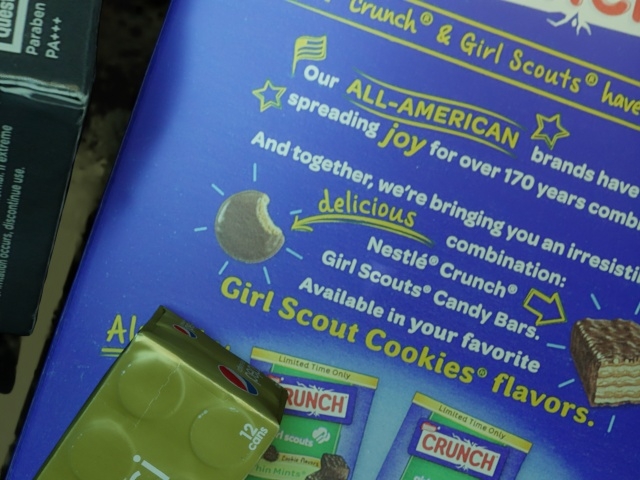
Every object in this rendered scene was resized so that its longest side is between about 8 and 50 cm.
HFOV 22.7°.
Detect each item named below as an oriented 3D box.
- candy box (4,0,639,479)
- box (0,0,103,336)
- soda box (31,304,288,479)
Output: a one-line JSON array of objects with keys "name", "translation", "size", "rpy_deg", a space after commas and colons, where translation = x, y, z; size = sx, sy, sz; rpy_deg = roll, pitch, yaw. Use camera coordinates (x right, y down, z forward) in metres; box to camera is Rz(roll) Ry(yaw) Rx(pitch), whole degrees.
[{"name": "candy box", "translation": [0.045, 0.012, 0.659], "size": [0.268, 0.122, 0.317], "rpy_deg": [20, 96, -3]}, {"name": "box", "translation": [-0.232, -0.146, 0.624], "size": [0.294, 0.182, 0.296], "rpy_deg": [10, 57, -12]}, {"name": "soda box", "translation": [-0.087, 0.115, 0.580], "size": [0.061, 0.058, 0.181], "rpy_deg": [35, 97, -2]}]
